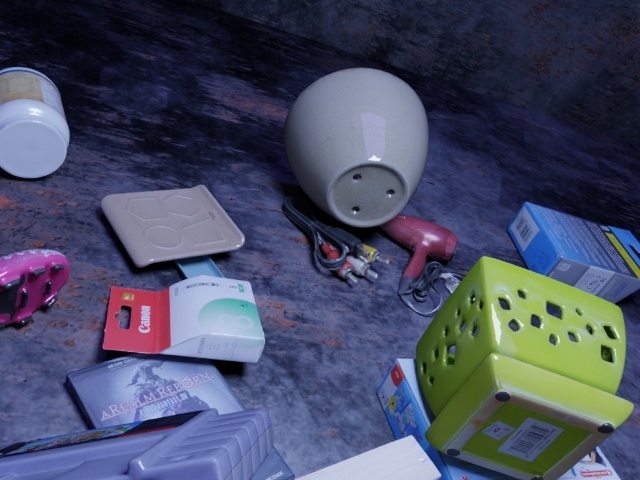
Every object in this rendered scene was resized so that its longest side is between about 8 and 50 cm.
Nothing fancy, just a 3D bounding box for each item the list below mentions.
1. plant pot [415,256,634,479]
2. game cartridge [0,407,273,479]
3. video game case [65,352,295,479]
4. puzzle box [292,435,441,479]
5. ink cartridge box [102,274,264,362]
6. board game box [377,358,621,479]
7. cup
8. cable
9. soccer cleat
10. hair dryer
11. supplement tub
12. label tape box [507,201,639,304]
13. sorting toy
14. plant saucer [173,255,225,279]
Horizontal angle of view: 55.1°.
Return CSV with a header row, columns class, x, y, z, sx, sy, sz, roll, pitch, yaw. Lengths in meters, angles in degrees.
class,x,y,z,sx,sy,sz,roll,pitch,yaw
plant pot,0.274,0.193,0.849,0.227,0.228,0.207,20,39,-5
game cartridge,-0.234,0.217,0.562,0.356,0.068,0.230,-11,-2,4
video game case,-0.188,0.252,0.819,0.196,0.026,0.274,-13,48,-42
puzzle box,-0.102,0.324,0.542,0.409,0.272,0.052,-5,42,-37
ink cartridge box,-0.210,0.110,0.953,0.225,0.056,0.181,12,22,-19
board game box,0.280,0.326,0.940,0.309,0.086,0.301,7,36,-23
cup,0.088,-0.165,1.312,0.331,0.331,0.236,13,37,-15
cable,0.000,0.000,1.290,0.140,0.072,0.287,-24,42,-38
soccer cleat,-0.495,0.072,0.807,0.143,0.116,0.331,33,35,15
hair dryer,0.223,0.028,1.338,0.224,0.080,0.293,-5,41,-35
supplement tub,-0.560,-0.224,1.165,0.145,0.144,0.199,0,40,-31
label tape box,0.680,0.042,1.569,0.334,0.105,0.240,14,34,-15
sorting toy,-0.273,-0.028,1.132,0.208,0.038,0.193,-13,47,-36
plant saucer,-0.248,0.020,1.121,0.067,0.018,0.192,-9,45,-40
